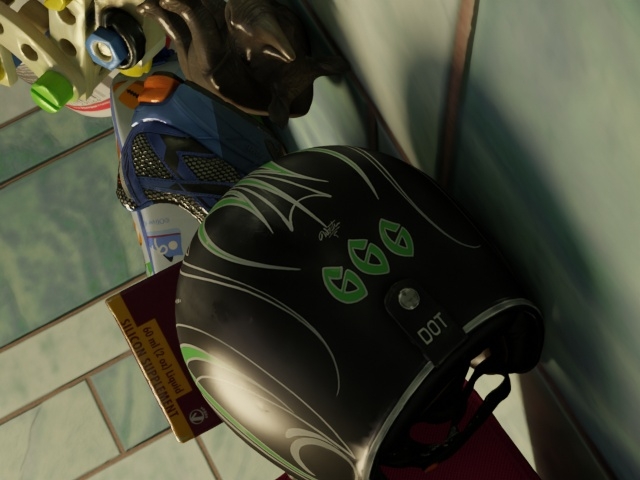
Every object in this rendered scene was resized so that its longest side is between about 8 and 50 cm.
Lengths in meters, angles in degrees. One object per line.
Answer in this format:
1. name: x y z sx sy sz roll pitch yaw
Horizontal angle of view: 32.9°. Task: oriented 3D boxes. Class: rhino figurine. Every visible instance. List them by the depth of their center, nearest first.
1. rhino figurine: -0.046 -0.121 0.670 0.106 0.073 0.243 55 173 -19

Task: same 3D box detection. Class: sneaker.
1. sneaker: -0.023 -0.010 0.642 0.221 0.087 0.083 31 180 -6

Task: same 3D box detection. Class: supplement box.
1. supplement box: -0.033 0.042 0.717 0.104 0.188 0.081 62 172 1

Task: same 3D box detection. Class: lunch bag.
1. lunch bag: -0.122 -0.070 1.027 0.303 0.114 0.243 -117 16 -76

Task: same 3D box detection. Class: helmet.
1. helmet: 0.009 0.034 0.527 0.161 0.169 0.169 39 162 29

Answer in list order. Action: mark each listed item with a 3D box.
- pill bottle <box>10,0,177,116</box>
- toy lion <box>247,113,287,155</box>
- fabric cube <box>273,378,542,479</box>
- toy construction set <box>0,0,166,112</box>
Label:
1. pill bottle: -0.291 -0.258 1.082 0.176 0.176 0.318 58 -168 27
2. toy lion: -0.058 -0.092 1.034 0.100 0.034 0.096 86 162 -72
3. fabric cube: 0.065 0.279 0.574 0.258 0.259 0.254 54 177 46
4. toy construction set: -0.210 -0.223 0.800 0.215 0.151 0.328 29 158 10
